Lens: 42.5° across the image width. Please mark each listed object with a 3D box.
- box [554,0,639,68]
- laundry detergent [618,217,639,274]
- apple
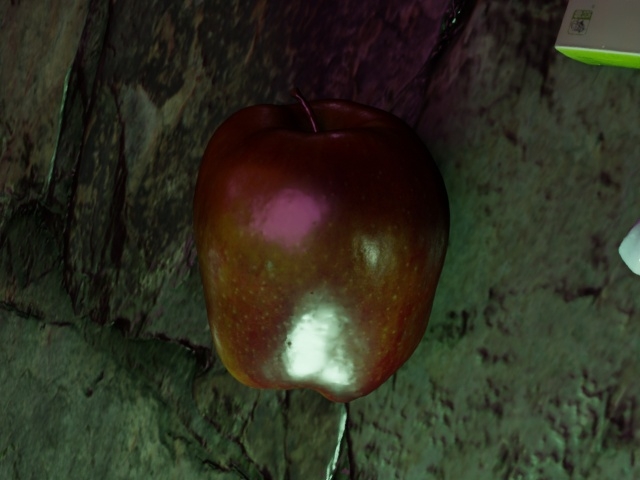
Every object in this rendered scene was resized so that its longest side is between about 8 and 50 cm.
[{"bbox_3d":[0.335,-0.287,0.753,0.175,0.062,0.261,28,105,56],"label":"box"},{"bbox_3d":[0.397,0.090,0.671,0.335,0.087,0.159,46,128,24],"label":"laundry detergent"},{"bbox_3d":[0.000,0.000,0.877,0.288,0.288,0.317,13,108,33],"label":"apple"}]
